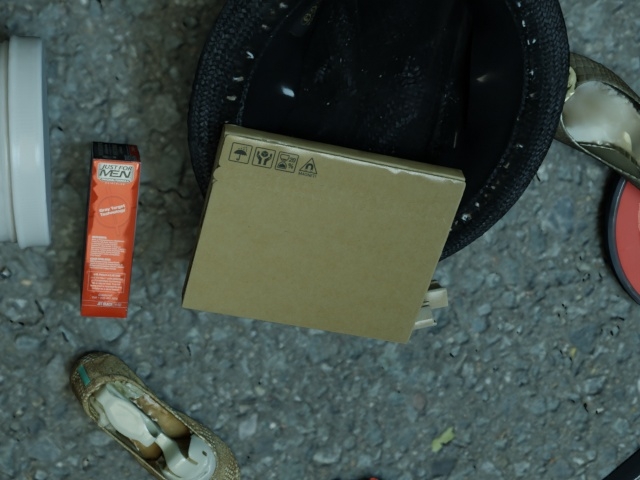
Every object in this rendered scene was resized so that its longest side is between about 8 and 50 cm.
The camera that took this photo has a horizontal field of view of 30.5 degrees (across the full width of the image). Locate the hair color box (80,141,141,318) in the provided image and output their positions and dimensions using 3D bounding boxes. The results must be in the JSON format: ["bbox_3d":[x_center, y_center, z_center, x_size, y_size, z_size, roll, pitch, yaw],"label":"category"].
[{"bbox_3d":[-0.185,-0.010,1.032,0.043,0.072,0.141,3,107,-12],"label":"hair color box"}]

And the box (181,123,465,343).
[{"bbox_3d":[0.000,0.000,0.959,0.201,0.021,0.164,10,118,-14],"label":"box"}]

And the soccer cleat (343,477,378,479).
[{"bbox_3d":[-0.002,0.300,1.176,0.196,0.068,0.076,-22,125,-3],"label":"soccer cleat"}]

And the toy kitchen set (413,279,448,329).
[{"bbox_3d":[0.078,0.038,1.105,0.083,0.068,0.075,-11,109,-9],"label":"toy kitchen set"}]

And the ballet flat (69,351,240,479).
[{"bbox_3d":[-0.154,0.187,1.102,0.206,0.067,0.073,41,94,-21],"label":"ballet flat"}]

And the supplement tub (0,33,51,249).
[{"bbox_3d":[-0.352,-0.074,0.912,0.272,0.191,0.191,-2,107,-11],"label":"supplement tub"}]

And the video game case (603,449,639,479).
[{"bbox_3d":[0.426,0.309,1.282,0.275,0.035,0.248,-41,111,2],"label":"video game case"}]

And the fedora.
[{"bbox_3d":[0.041,-0.134,0.990,0.334,0.152,0.334,-3,120,-6],"label":"fedora"}]

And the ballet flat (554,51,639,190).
[{"bbox_3d":[0.285,-0.092,1.088,0.250,0.058,0.084,39,97,-2],"label":"ballet flat"}]

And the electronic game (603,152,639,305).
[{"bbox_3d":[0.389,-0.025,1.164,0.229,0.048,0.229,-4,108,-11],"label":"electronic game"}]
